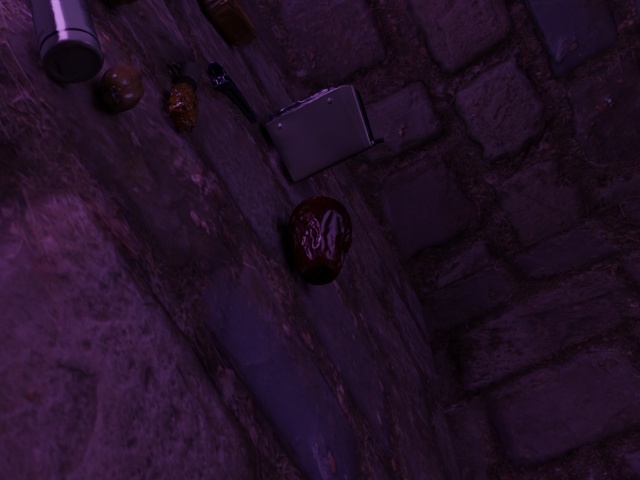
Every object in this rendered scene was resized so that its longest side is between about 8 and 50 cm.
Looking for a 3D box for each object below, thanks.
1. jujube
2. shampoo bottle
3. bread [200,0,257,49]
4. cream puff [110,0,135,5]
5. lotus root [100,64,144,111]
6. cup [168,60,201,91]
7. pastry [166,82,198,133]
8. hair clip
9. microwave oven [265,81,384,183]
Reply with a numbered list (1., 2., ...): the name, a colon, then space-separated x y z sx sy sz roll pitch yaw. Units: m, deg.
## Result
1. jujube: 0.000 0.000 1.735 0.190 0.190 0.255 54 22 -38
2. shampoo bottle: -0.398 -0.361 1.002 0.085 0.085 0.262 41 24 -62
3. bread: -0.315 -0.768 2.224 0.241 0.107 0.136 46 18 -56
4. cream puff: -0.402 -0.547 1.303 0.156 0.121 0.156 58 12 -21
5. lotus root: -0.333 -0.254 1.103 0.150 0.062 0.073 -89 172 -64
6. cup: -0.309 -0.380 1.511 0.075 0.054 0.083 57 15 -33
7. pastry: -0.288 -0.284 1.380 0.140 0.056 0.080 -107 176 -49
8. hair clip: -0.244 -0.420 1.910 0.083 0.048 0.275 63 10 22
9. microwave oven: 0.020 -0.378 2.255 0.394 0.333 0.247 -51 117 -79
